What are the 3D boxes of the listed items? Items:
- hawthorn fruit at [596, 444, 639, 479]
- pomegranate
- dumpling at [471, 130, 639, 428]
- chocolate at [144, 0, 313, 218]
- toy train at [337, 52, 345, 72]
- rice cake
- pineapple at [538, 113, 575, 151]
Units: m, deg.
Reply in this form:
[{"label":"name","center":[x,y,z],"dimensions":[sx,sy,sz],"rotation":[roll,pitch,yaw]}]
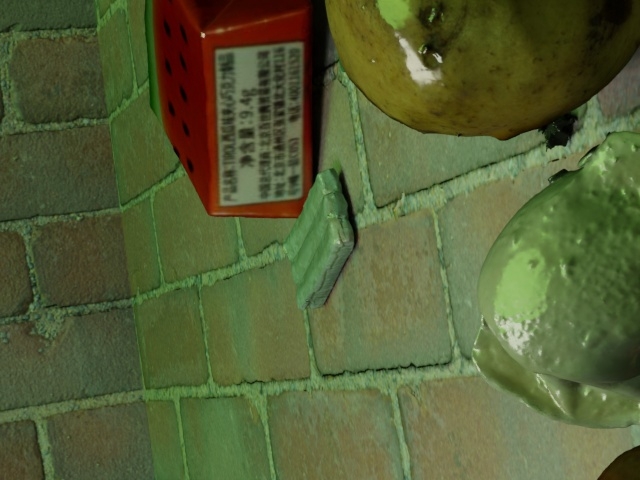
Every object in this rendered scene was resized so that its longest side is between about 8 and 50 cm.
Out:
[{"label":"hawthorn fruit","center":[0.298,0.262,1.238],"dimensions":[0.199,0.199,0.251],"rotation":[-129,21,-59]},{"label":"pomegranate","center":[0.138,-0.210,1.398],"dimensions":[0.281,0.281,0.281],"rotation":[173,90,-72]},{"label":"dumpling","center":[0.240,0.053,1.392],"dimensions":[0.227,0.175,0.243],"rotation":[43,162,18]},{"label":"chocolate","center":[-0.132,-0.250,2.324],"dimensions":[0.341,0.161,0.360],"rotation":[-121,23,-47]},{"label":"toy train","center":[0.088,-0.305,1.717],"dimensions":[0.202,0.145,0.266],"rotation":[150,112,-74]},{"label":"rice cake","center":[0.000,0.000,2.260],"dimensions":[0.211,0.038,0.124],"rotation":[123,137,-62]},{"label":"pineapple","center":[0.203,-0.132,1.594],"dimensions":[0.124,0.058,0.058],"rotation":[46,141,41]}]
